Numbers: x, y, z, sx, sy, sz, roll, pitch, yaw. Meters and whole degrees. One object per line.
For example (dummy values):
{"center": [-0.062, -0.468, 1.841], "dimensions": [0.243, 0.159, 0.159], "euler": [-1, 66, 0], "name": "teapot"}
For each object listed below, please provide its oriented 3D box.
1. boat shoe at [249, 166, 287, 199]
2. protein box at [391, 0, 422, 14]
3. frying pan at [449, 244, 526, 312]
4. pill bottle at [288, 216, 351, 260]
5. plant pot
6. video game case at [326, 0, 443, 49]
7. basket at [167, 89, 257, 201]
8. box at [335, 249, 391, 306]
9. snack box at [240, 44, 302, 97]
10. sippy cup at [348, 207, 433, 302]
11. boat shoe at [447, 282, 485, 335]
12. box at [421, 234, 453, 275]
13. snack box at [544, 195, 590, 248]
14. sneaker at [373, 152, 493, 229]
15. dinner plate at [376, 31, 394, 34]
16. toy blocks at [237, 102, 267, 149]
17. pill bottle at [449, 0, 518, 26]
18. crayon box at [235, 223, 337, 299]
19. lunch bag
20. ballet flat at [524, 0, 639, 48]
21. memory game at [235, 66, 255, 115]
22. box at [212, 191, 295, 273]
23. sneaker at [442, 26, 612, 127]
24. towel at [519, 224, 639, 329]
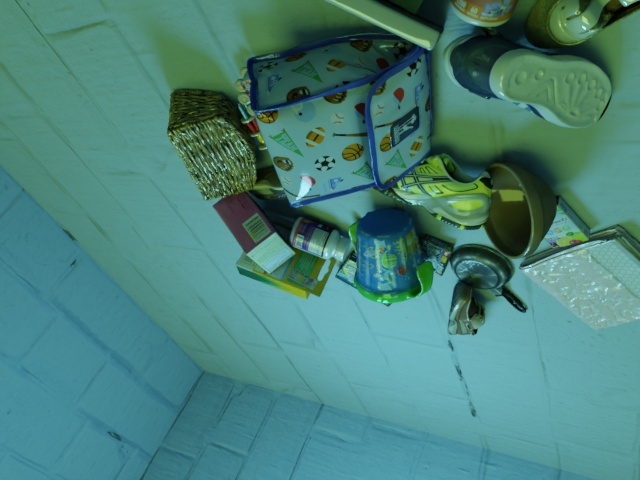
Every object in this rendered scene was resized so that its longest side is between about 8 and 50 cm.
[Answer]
{"center": [-0.128, -0.175, 1.726], "dimensions": [0.285, 0.102, 0.092], "euler": [0, 143, 43], "name": "boat shoe"}
{"center": [0.138, -0.553, 0.951], "dimensions": [0.201, 0.136, 0.200], "euler": [28, 149, -1], "name": "protein box"}
{"center": [0.515, 0.133, 1.727], "dimensions": [0.197, 0.053, 0.326], "euler": [4, 138, 37], "name": "frying pan"}
{"center": [0.000, 0.000, 1.862], "dimensions": [0.194, 0.108, 0.108], "euler": [21, 147, 10], "name": "pill bottle"}
{"center": [0.490, -0.080, 1.333], "dimensions": [0.110, 0.237, 0.237], "euler": [-13, 148, -12], "name": "plant pot"}
{"center": [0.074, -0.449, 1.023], "dimensions": [0.329, 0.300, 0.036], "euler": [26, 116, 2], "name": "video game case"}
{"center": [-0.312, -0.310, 1.674], "dimensions": [0.214, 0.223, 0.299], "euler": [-16, 136, 5], "name": "basket"}
{"center": [0.183, 0.140, 1.982], "dimensions": [0.233, 0.044, 0.159], "euler": [29, 148, -2], "name": "box"}
{"center": [-0.074, -0.366, 1.404], "dimensions": [0.175, 0.070, 0.207], "euler": [-14, 132, 27], "name": "snack box"}
{"center": [0.205, 0.032, 1.656], "dimensions": [0.306, 0.240, 0.224], "euler": [4, 127, 23], "name": "sippy cup"}
{"center": [0.490, 0.232, 1.817], "dimensions": [0.116, 0.123, 0.324], "euler": [10, 157, 15], "name": "boat shoe"}
{"center": [0.359, 0.048, 1.725], "dimensions": [0.094, 0.027, 0.137], "euler": [29, 150, 17], "name": "box"}
{"center": [0.607, -0.044, 1.410], "dimensions": [0.141, 0.037, 0.100], "euler": [41, 145, -20], "name": "snack box"}
{"center": [0.267, -0.168, 1.419], "dimensions": [0.385, 0.145, 0.147], "euler": [26, 120, 21], "name": "sneaker"}
{"center": [0.159, -0.413, 1.245], "dimensions": [0.141, 0.017, 0.141], "euler": [20, 147, 14], "name": "dinner plate"}
{"center": [-0.164, -0.334, 1.565], "dimensions": [0.123, 0.054, 0.148], "euler": [1, 139, 37], "name": "toy blocks"}
{"center": [0.306, -0.488, 0.930], "dimensions": [0.121, 0.121, 0.216], "euler": [23, 148, 8], "name": "pill bottle"}
{"center": [-0.109, 0.075, 1.953], "dimensions": [0.323, 0.203, 0.083], "euler": [20, 155, 13], "name": "crayon box"}
{"center": [0.064, -0.277, 1.256], "dimensions": [0.386, 0.238, 0.327], "euler": [-13, 142, 3], "name": "lunch bag"}
{"center": [0.485, -0.410, 0.914], "dimensions": [0.123, 0.123, 0.349], "euler": [41, 146, -20], "name": "ballet flat"}
{"center": [-0.138, -0.392, 1.457], "dimensions": [0.186, 0.012, 0.186], "euler": [8, 135, 8], "name": "memory game"}
{"center": [-0.215, -0.032, 1.817], "dimensions": [0.213, 0.117, 0.243], "euler": [52, 178, 22], "name": "box"}
{"center": [0.399, -0.334, 1.106], "dimensions": [0.323, 0.236, 0.130], "euler": [5, 117, -29], "name": "sneaker"}
{"center": [0.776, 0.120, 1.503], "dimensions": [0.332, 0.053, 0.317], "euler": [37, 147, -13], "name": "towel"}
